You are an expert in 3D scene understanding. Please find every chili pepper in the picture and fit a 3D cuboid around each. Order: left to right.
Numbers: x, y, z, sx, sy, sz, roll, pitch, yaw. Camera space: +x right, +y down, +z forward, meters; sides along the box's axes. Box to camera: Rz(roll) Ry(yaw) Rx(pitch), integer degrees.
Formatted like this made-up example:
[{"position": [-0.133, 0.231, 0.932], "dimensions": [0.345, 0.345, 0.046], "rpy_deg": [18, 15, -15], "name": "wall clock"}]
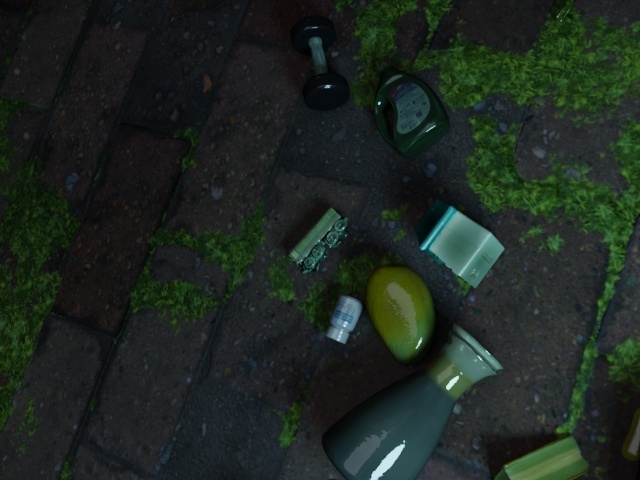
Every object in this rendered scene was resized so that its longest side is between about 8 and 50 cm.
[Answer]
[{"position": [0.477, -0.462, 1.594], "dimensions": [0.027, 0.022, 0.083], "rpy_deg": [15, 85, 29], "name": "chili pepper"}]

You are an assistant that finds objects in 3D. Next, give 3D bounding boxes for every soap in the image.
[{"position": [0.515, 0.314, 1.329], "dimensions": [0.034, 0.012, 0.089], "rpy_deg": [18, 83, 30], "name": "soap"}]

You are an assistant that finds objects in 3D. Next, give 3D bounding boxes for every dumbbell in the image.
[{"position": [-0.002, -0.383, 1.771], "dimensions": [0.100, 0.100, 0.191], "rpy_deg": [-20, 66, 20], "name": "dumbbell"}]

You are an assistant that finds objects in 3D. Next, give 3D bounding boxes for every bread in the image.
[{"position": [0.370, 0.393, 1.379], "dimensions": [0.139, 0.084, 0.074], "rpy_deg": [-21, 60, -14], "name": "bread"}]

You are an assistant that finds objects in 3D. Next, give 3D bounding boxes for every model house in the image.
[{"position": [0.243, 0.000, 1.505], "dimensions": [0.149, 0.127, 0.100], "rpy_deg": [40, 94, 28], "name": "model house"}]

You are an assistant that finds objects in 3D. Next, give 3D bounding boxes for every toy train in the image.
[{"position": [0.000, 0.000, 1.683], "dimensions": [0.148, 0.038, 0.071], "rpy_deg": [-48, 60, 5], "name": "toy train"}]

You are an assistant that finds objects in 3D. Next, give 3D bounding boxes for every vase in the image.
[{"position": [0.166, 0.295, 1.433], "dimensions": [0.321, 0.173, 0.173], "rpy_deg": [-47, 59, 2], "name": "vase"}]

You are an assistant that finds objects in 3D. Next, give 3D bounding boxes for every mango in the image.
[{"position": [0.150, 0.136, 1.530], "dimensions": [0.130, 0.092, 0.195], "rpy_deg": [-14, 73, 21], "name": "mango"}]

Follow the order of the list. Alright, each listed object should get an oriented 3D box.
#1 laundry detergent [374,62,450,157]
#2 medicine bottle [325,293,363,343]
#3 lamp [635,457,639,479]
[{"position": [0.165, -0.276, 1.672], "dimensions": [0.137, 0.063, 0.211], "rpy_deg": [-39, 60, 19], "name": "laundry detergent"}, {"position": [0.045, 0.153, 1.601], "dimensions": [0.052, 0.052, 0.089], "rpy_deg": [21, 84, 31], "name": "medicine bottle"}, {"position": [0.561, 0.348, 1.206], "dimensions": [0.180, 0.180, 0.258], "rpy_deg": [12, 79, 30], "name": "lamp"}]
